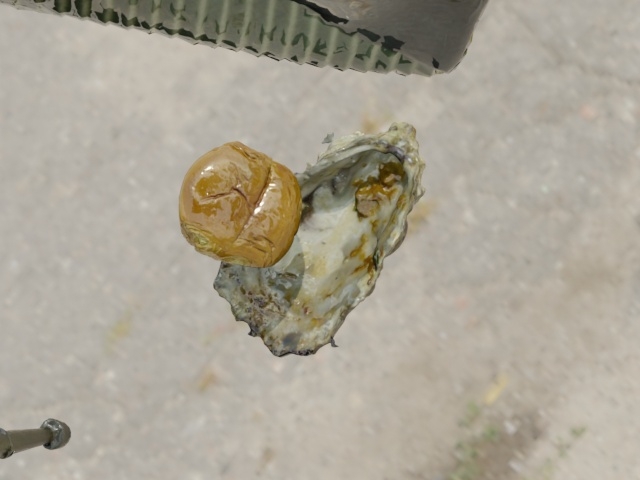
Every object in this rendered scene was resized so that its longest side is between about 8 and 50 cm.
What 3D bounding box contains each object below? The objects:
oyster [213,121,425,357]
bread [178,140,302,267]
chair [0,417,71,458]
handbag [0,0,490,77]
[{"bbox_3d":[0.006,-0.005,1.261,0.105,0.056,0.177,34,100,32],"label":"oyster"},{"bbox_3d":[-0.052,-0.021,1.222,0.081,0.083,0.046,-41,11,-22],"label":"bread"},{"bbox_3d":[-0.499,0.208,1.523,0.364,0.410,0.362,35,96,10],"label":"chair"},{"bbox_3d":[-0.024,-0.189,0.526,0.341,0.240,0.247,126,162,-74],"label":"handbag"}]
